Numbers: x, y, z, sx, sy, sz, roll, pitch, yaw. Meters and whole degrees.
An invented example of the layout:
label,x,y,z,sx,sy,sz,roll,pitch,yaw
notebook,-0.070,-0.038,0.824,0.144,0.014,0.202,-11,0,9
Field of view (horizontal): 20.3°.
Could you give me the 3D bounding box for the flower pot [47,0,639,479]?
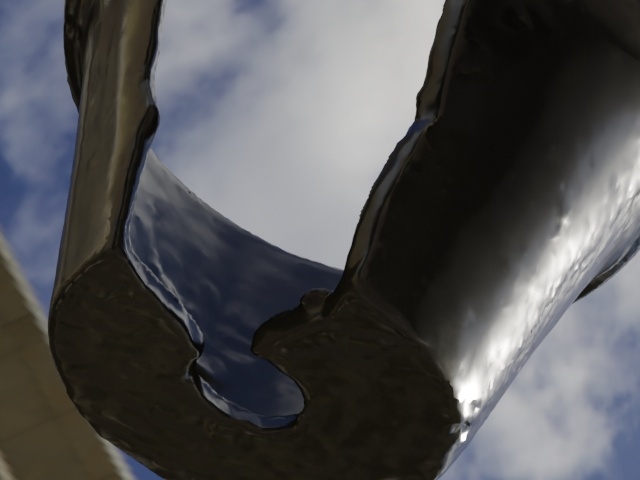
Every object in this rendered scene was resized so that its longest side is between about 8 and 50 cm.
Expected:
label,x,y,z,sx,sy,sz,roll,pitch,yaw
flower pot,0.000,0.000,0.977,0.379,0.251,0.379,10,-42,10
